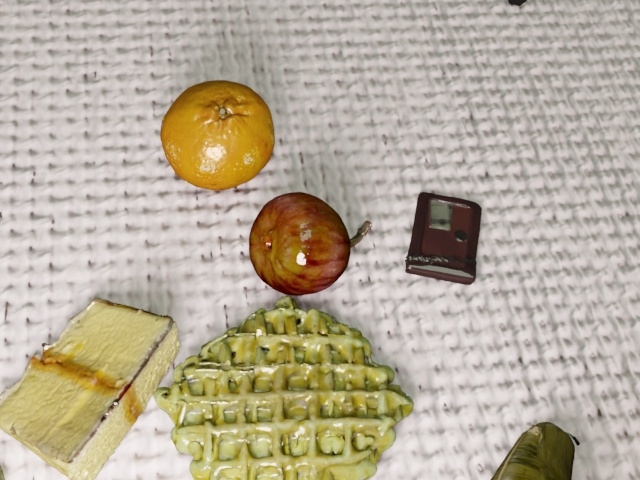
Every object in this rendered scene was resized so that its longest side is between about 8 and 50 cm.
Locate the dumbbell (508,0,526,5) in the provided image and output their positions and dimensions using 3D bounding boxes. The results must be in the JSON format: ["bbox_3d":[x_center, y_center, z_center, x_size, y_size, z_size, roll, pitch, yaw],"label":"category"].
[{"bbox_3d":[0.369,-0.473,1.793,0.036,0.040,0.083,-1,53,31],"label":"dumbbell"}]

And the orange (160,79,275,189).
[{"bbox_3d":[-0.158,-0.164,1.493,0.178,0.155,0.177,4,45,-4],"label":"orange"}]

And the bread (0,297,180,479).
[{"bbox_3d":[-0.318,0.176,1.276,0.178,0.135,0.240,28,63,12],"label":"bread"}]

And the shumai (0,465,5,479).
[{"bbox_3d":[-0.496,0.308,1.208,0.142,0.184,0.184,-40,66,7],"label":"shumai"}]

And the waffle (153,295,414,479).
[{"bbox_3d":[-0.045,0.221,1.310,0.317,0.073,0.297,-38,68,-24],"label":"waffle"}]

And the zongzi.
[{"bbox_3d":[0.293,0.298,1.221,0.094,0.204,0.205,43,62,-1],"label":"zongzi"}]

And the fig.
[{"bbox_3d":[-0.024,0.012,1.414,0.149,0.202,0.148,1,74,18],"label":"fig"}]

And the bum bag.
[{"bbox_3d":[0.192,-0.004,1.502,0.109,0.026,0.159,12,53,2],"label":"bum bag"}]
